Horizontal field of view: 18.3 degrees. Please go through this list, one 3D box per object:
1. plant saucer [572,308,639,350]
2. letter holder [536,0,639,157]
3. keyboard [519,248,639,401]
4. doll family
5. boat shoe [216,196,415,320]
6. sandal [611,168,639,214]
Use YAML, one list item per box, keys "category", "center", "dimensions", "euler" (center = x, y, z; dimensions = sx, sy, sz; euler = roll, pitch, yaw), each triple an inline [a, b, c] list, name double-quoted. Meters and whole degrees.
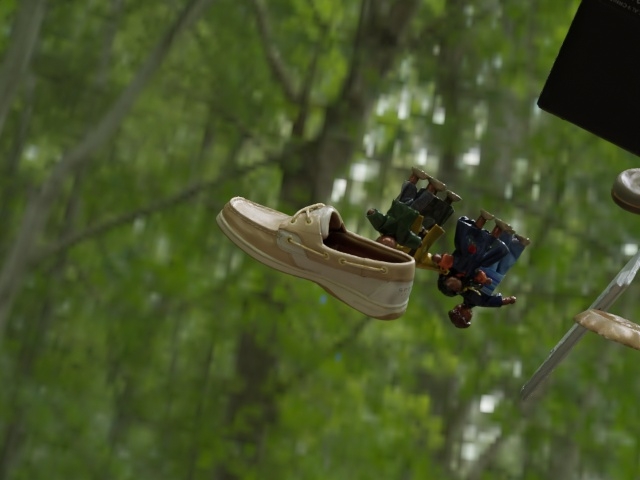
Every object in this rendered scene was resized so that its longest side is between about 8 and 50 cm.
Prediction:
- category: "plant saucer"
  center: [0.262, 0.078, 1.743]
  dimensions: [0.083, 0.083, 0.015]
  euler: [20, -83, -12]
- category: "letter holder"
  center: [0.334, -0.102, 1.319]
  dimensions: [0.302, 0.214, 0.152]
  euler: [29, -70, 17]
- category: "keyboard"
  center: [0.256, 0.077, 1.911]
  dimensions: [0.014, 0.072, 0.256]
  euler: [39, -33, 6]
- category: "doll family"
  center: [0.121, 0.014, 1.930]
  dimensions: [0.193, 0.111, 0.076]
  euler: [31, 0, -14]
- category: "boat shoe"
  center: [0.000, 0.000, 1.571]
  dimensions: [0.170, 0.063, 0.059]
  euler: [26, -65, 11]
- category: "sandal"
  center: [0.312, -0.042, 1.517]
  dimensions: [0.180, 0.072, 0.049]
  euler: [9, -66, 19]
